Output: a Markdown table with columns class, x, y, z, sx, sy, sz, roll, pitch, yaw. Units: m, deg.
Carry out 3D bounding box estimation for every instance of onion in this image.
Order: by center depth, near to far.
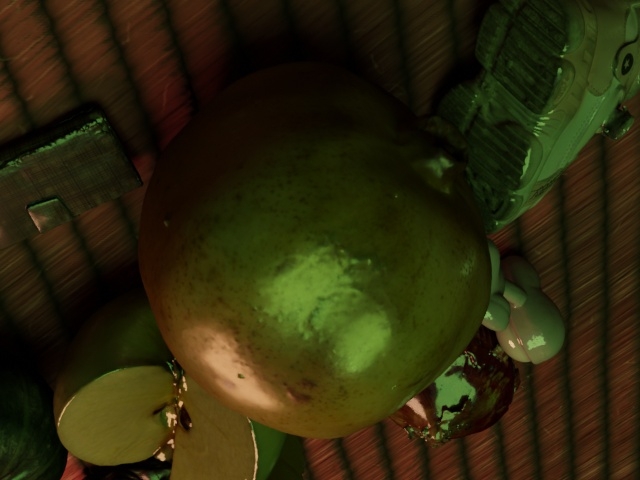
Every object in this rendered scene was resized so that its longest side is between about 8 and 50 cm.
| class | x | y | z | sx | sy | sz | roll | pitch | yaw |
| --- | --- | --- | --- | --- | --- | --- | --- | --- | --- |
| onion | 0.172 | 0.213 | 1.803 | 0.230 | 0.163 | 0.230 | 5 | 131 | 6 |

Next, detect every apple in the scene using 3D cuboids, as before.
| class | x | y | z | sx | sy | sz | roll | pitch | yaw |
| --- | --- | --- | --- | --- | --- | --- | --- | --- | --- |
| apple | -0.176 | 0.186 | 1.606 | 0.295 | 0.233 | 0.257 | 14 | 142 | 4 |

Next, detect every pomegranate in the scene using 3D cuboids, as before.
| class | x | y | z | sx | sy | sz | roll | pitch | yaw |
| --- | --- | --- | --- | --- | --- | --- | --- | --- | --- |
| pomegranate | 0.000 | 0.000 | 1.381 | 0.417 | 0.416 | 0.416 | -10 | 134 | -11 |

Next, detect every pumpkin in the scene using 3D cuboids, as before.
| class | x | y | z | sx | sy | sz | roll | pitch | yaw |
| --- | --- | --- | --- | --- | --- | --- | --- | --- | --- |
| pumpkin | -0.470 | 0.263 | 1.609 | 0.300 | 0.207 | 0.300 | -21 | 138 | -20 |

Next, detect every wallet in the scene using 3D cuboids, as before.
| class | x | y | z | sx | sy | sz | roll | pitch | yaw |
| --- | --- | --- | --- | --- | --- | --- | --- | --- | --- |
| wallet | -0.332 | -0.065 | 1.458 | 0.230 | 0.042 | 0.124 | -24 | 132 | 2 |

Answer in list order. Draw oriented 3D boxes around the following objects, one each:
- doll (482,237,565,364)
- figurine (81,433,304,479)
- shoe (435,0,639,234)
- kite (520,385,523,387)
| class | x | y | z | sx | sy | sz | roll | pitch | yaw |
| --- | --- | --- | --- | --- | --- | --- | --- | --- | --- |
| doll | 0.236 | 0.066 | 1.674 | 0.094 | 0.160 | 0.365 | -31 | 150 | 15 |
| figurine | -0.195 | 0.355 | 1.829 | 0.315 | 0.187 | 0.168 | -30 | 139 | 21 |
| shoe | 0.275 | -0.154 | 1.505 | 0.198 | 0.172 | 0.351 | -12 | 146 | -29 |
| kite | 0.232 | 0.180 | 1.910 | 0.189 | 0.009 | 0.232 | -29 | 134 | 9 |
